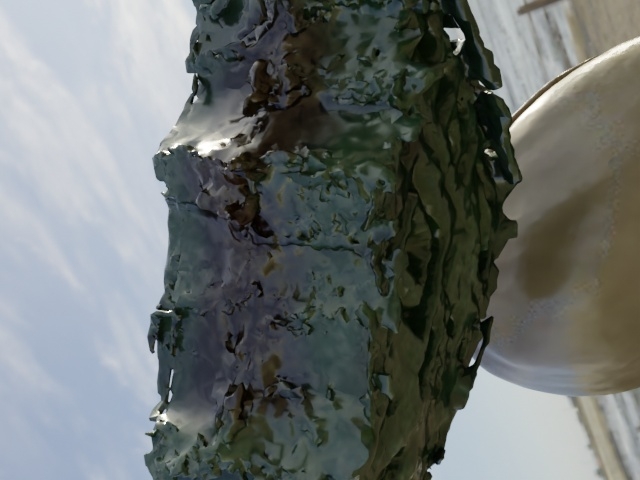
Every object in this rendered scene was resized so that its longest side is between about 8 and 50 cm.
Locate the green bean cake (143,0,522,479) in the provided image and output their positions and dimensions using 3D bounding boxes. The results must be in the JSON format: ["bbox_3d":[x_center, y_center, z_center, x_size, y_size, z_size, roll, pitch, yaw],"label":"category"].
[{"bbox_3d":[0.000,0.000,0.366,0.208,0.107,0.193,-68,-29,-29],"label":"green bean cake"}]

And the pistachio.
[{"bbox_3d":[0.202,-0.021,0.582,0.197,0.288,0.166,48,-175,-7],"label":"pistachio"}]
